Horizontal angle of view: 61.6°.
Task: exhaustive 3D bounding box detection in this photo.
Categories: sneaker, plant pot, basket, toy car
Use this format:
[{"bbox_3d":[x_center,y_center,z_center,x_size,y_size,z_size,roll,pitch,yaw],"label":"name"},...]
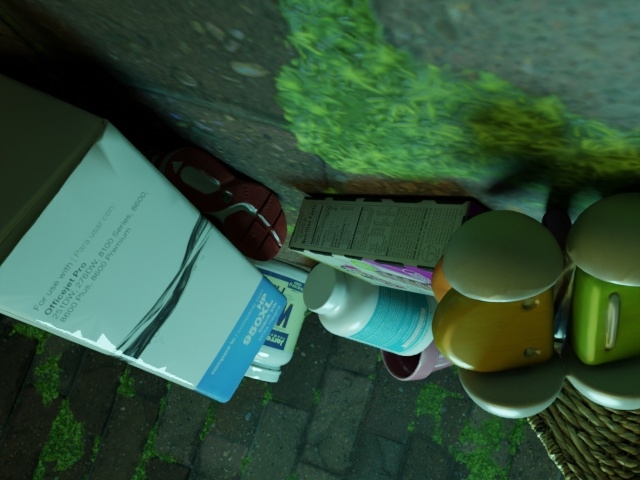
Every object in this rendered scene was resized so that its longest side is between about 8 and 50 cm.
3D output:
[{"bbox_3d":[-0.140,-0.055,0.676,0.128,0.087,0.221,21,163,39],"label":"sneaker"},{"bbox_3d":[0.281,0.261,1.407,0.180,0.201,0.201,5,177,-26],"label":"plant pot"},{"bbox_3d":[0.442,0.263,0.814,0.299,0.223,0.213,11,-179,-31],"label":"basket"},{"bbox_3d":[0.171,0.034,0.397,0.182,0.136,0.159,-8,121,10],"label":"toy car"}]

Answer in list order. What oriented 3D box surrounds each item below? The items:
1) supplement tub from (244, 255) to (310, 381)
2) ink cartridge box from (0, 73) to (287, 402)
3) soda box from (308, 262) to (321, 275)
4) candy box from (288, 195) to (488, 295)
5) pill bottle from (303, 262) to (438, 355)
[{"bbox_3d":[-0.169,0.224,1.567,0.235,0.324,0.235,17,171,3],"label":"supplement tub"},{"bbox_3d":[-0.248,0.008,0.595,0.285,0.166,0.395,24,164,27],"label":"ink cartridge box"},{"bbox_3d":[0.009,0.101,1.310,0.071,0.067,0.210,18,170,-4],"label":"soda box"},{"bbox_3d":[0.099,0.013,0.587,0.159,0.071,0.233,24,170,-39],"label":"candy box"},{"bbox_3d":[0.096,0.126,1.036,0.264,0.146,0.146,24,169,-35],"label":"pill bottle"}]
